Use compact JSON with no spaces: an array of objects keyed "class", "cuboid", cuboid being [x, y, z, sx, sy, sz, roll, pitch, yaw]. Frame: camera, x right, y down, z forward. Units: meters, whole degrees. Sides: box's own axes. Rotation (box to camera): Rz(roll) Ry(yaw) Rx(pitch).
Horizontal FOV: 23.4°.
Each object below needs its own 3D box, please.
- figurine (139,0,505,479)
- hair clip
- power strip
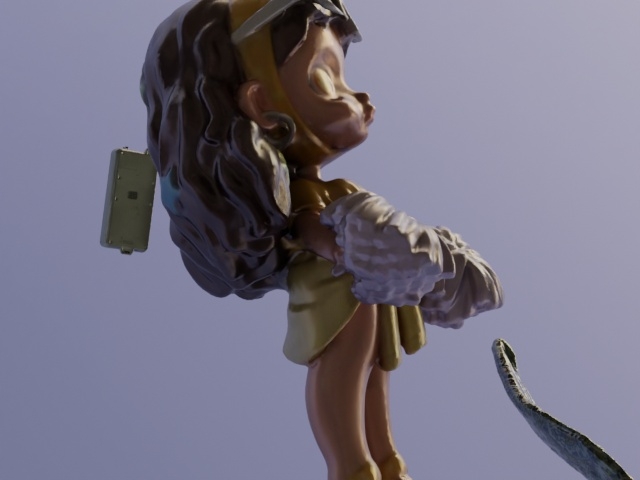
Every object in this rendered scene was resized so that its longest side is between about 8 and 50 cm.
[{"class":"figurine","cuboid":[-0.001,-0.001,0.687,0.115,0.174,0.240,-28,-101,12]},{"class":"hair clip","cuboid":[0.198,0.153,1.334,0.036,0.066,0.229,-39,-144,0]},{"class":"power strip","cuboid":[-0.157,-0.033,1.274,0.040,0.016,0.090,9,-94,-32]}]
